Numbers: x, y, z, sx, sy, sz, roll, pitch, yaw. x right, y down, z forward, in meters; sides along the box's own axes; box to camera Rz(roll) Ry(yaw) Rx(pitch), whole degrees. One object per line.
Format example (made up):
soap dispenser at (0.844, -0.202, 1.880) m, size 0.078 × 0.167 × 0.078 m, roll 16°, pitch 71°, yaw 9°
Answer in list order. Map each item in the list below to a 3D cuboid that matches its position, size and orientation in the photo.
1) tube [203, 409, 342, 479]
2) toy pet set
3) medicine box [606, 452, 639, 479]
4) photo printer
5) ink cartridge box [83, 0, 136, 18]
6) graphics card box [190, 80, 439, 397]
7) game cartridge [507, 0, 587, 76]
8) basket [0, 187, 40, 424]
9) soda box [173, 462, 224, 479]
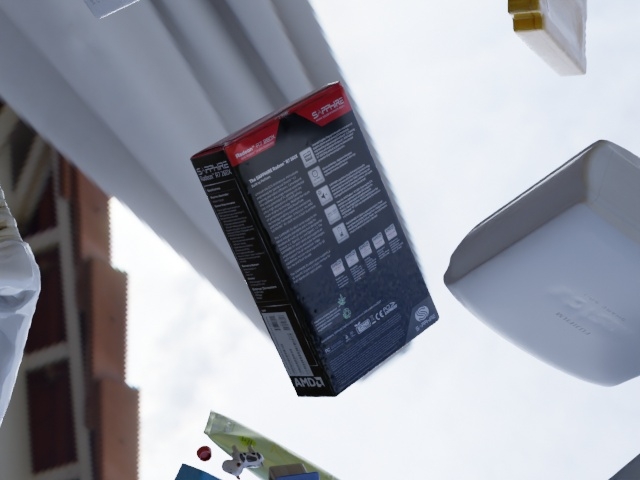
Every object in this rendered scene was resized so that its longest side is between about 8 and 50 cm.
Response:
tube at (-0.042, 0.290, 1.525) m, size 0.062 × 0.240 × 0.070 m, roll -59°, pitch -175°, yaw -33°
toy pet set at (-0.059, 0.258, 1.153) m, size 0.114 × 0.122 × 0.065 m, roll -4°, pitch -156°, yaw -17°
medicine box at (0.453, 0.375, 1.424) m, size 0.289 × 0.149 × 0.263 m, roll -34°, pitch -122°, yaw -22°
photo printer at (0.294, 0.042, 1.321) m, size 0.307 × 0.256 × 0.107 m, roll -39°, pitch -158°, yaw 56°
ink cartridge box at (-0.186, -0.430, 1.294) m, size 0.166 × 0.285 × 0.395 m, roll -47°, pitch -157°, yaw -28°
graphics card box at (0.000, 0.000, 1.657) m, size 0.232 × 0.371 × 0.094 m, roll -33°, pitch -166°, yaw -37°
game cartridge at (0.284, -0.388, 1.499) m, size 0.052 × 0.285 × 0.324 m, roll -3°, pitch -96°, yaw 23°
basket at (-0.441, 0.051, 0.988) m, size 0.266 × 0.328 × 0.331 m, roll 62°, pitch -38°, yaw 30°
soda box at (-0.177, 0.384, 1.490) m, size 0.071 × 0.067 × 0.210 m, roll -3°, pitch -121°, yaw 62°
